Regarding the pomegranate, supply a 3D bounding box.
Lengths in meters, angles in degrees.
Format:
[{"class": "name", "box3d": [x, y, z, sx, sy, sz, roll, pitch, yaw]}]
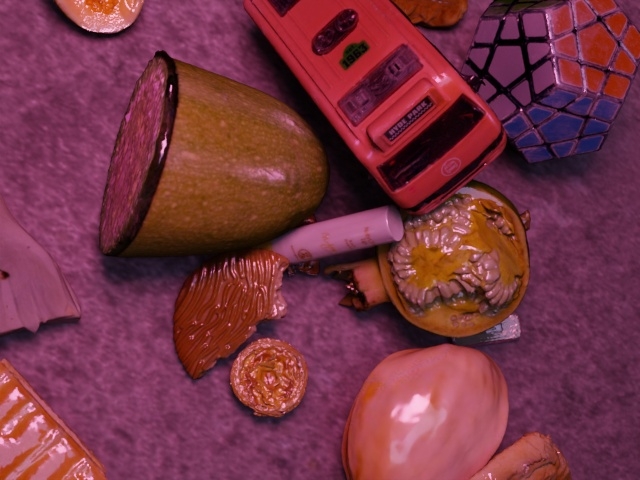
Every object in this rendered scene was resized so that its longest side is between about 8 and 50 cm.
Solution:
[{"class": "pomegranate", "box3d": [0.177, 0.033, 1.223, 0.341, 0.260, 0.260, -13, 87, 13]}]

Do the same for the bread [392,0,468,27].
[{"class": "bread", "box3d": [0.087, -0.438, 1.324, 0.368, 0.077, 0.084, 5, 81, -16]}]

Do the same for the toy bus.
[{"class": "toy bus", "box3d": [0.073, -0.255, 1.122, 0.203, 0.233, 0.426, -41, 58, 12]}]

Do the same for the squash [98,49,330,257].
[{"class": "squash", "box3d": [-0.141, -0.089, 1.139, 0.309, 0.310, 0.310, 16, 79, -27]}]

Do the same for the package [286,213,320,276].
[{"class": "package", "box3d": [-0.037, 0.006, 1.260, 0.077, 0.033, 0.110, -7, 81, -6]}]

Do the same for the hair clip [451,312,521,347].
[{"class": "hair clip", "box3d": [0.290, 0.159, 1.337, 0.137, 0.022, 0.054, -8, 85, -16]}]

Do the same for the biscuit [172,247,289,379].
[{"class": "biscuit", "box3d": [-0.144, 0.116, 1.176, 0.176, 0.031, 0.228, 15, 92, 13]}]

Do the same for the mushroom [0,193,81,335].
[{"class": "mushroom", "box3d": [-0.487, -0.006, 1.108, 0.159, 0.122, 0.328, -24, 91, -53]}]

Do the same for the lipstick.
[{"class": "lipstick", "box3d": [0.000, 0.000, 1.171, 0.059, 0.264, 0.059, 32, 52, -52]}]

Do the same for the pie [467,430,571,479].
[{"class": "pie", "box3d": [0.263, 0.451, 1.176, 0.340, 0.083, 0.339, -25, 134, -29]}]

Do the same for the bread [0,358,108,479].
[{"class": "bread", "box3d": [-0.456, 0.330, 1.035, 0.246, 0.111, 0.239, -43, 92, -22]}]

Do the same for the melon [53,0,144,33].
[{"class": "melon", "box3d": [-0.354, -0.393, 1.203, 0.160, 0.079, 0.128, -16, 106, -17]}]

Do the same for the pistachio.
[{"class": "pistachio", "box3d": [0.159, 0.289, 1.180, 0.230, 0.230, 0.308, 40, 73, -8]}]

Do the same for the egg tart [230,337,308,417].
[{"class": "egg tart", "box3d": [-0.082, 0.220, 1.215, 0.129, 0.049, 0.128, 4, 77, -16]}]

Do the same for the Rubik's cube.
[{"class": "Rubik's cube", "box3d": [0.389, -0.290, 1.290, 0.319, 0.319, 0.264, 10, 56, -14]}]
